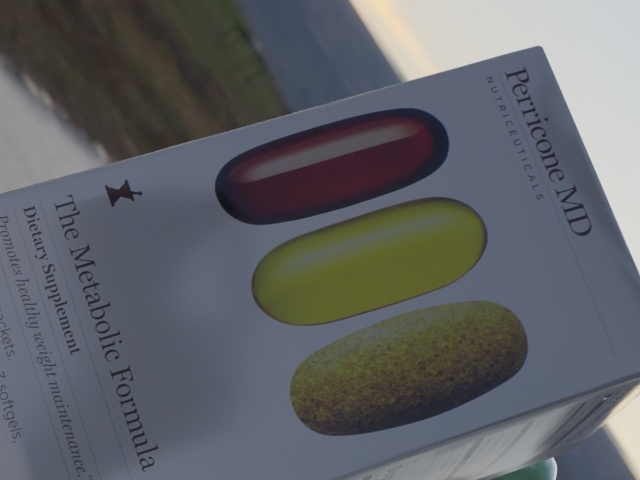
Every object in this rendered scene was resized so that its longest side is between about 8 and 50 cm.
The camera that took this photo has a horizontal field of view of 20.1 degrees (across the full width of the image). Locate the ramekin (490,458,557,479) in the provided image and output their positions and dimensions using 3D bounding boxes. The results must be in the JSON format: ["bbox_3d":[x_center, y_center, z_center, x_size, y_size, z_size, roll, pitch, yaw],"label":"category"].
[{"bbox_3d":[0.085,0.279,1.403,0.148,0.303,0.303,13,-8,9],"label":"ramekin"}]

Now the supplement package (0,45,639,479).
[{"bbox_3d":[-0.016,0.039,0.681,0.134,0.244,0.139,113,-43,-69],"label":"supplement package"}]
